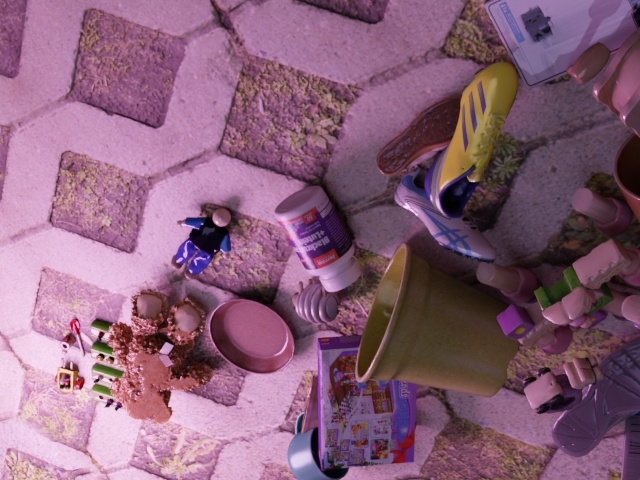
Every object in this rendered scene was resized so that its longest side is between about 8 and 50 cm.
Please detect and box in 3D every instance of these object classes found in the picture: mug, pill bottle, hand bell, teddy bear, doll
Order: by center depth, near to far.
[{"bbox_3d":[0.000,0.000,1.934,0.108,0.108,0.193,-19,112,29],"label":"pill bottle"},{"bbox_3d":[-0.245,-0.001,2.065,0.129,0.046,0.189,38,126,-6],"label":"doll"},{"bbox_3d":[0.088,0.379,2.159,0.242,0.126,0.126,12,125,-1],"label":"hand bell"},{"bbox_3d":[-0.010,0.473,2.234,0.129,0.157,0.097,33,133,-32],"label":"mug"},{"bbox_3d":[-0.363,0.250,2.238,0.245,0.113,0.338,-1,121,0],"label":"teddy bear"}]

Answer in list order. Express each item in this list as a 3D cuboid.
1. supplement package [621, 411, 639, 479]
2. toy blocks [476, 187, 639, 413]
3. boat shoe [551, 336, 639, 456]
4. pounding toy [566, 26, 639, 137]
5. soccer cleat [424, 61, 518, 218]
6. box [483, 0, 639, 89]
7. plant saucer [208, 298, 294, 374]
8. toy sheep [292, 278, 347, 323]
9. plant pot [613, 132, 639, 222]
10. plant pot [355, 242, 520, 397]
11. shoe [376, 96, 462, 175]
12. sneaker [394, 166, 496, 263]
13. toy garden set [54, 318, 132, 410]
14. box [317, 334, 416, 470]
[{"bbox_3d":[0.639,0.447,1.883,0.134,0.244,0.139,4,121,18],"label":"supplement package"},{"bbox_3d":[0.484,0.122,1.739,0.260,0.309,0.288,20,130,-43],"label":"toy blocks"},{"bbox_3d":[0.571,0.290,1.914,0.118,0.103,0.320,42,122,16],"label":"boat shoe"},{"bbox_3d":[0.482,-0.265,1.515,0.154,0.269,0.155,-48,55,16],"label":"pounding toy"},{"bbox_3d":[0.263,-0.161,1.662,0.093,0.121,0.289,5,130,-24],"label":"soccer cleat"},{"bbox_3d":[0.423,-0.374,1.551,0.290,0.087,0.169,-20,112,29],"label":"box"},{"bbox_3d":[-0.145,0.201,2.159,0.199,0.036,0.198,9,124,15],"label":"plant saucer"},{"bbox_3d":[-0.003,0.127,2.030,0.132,0.091,0.091,8,125,38],"label":"toy sheep"},{"bbox_3d":[0.626,-0.048,1.614,0.237,0.237,0.254,-11,130,26],"label":"plant pot"},{"bbox_3d":[0.230,0.175,1.882,0.254,0.276,0.276,19,126,-4],"label":"plant pot"},{"bbox_3d":[0.194,-0.190,1.780,0.219,0.058,0.076,-31,85,29],"label":"shoe"},{"bbox_3d":[0.228,-0.045,1.786,0.237,0.085,0.086,44,115,30],"label":"sneaker"},{"bbox_3d":[-0.542,0.296,2.362,0.204,0.049,0.244,16,125,11],"label":"toy garden set"},{"bbox_3d":[0.096,0.334,2.066,0.201,0.057,0.293,-3,113,-6],"label":"box"}]
